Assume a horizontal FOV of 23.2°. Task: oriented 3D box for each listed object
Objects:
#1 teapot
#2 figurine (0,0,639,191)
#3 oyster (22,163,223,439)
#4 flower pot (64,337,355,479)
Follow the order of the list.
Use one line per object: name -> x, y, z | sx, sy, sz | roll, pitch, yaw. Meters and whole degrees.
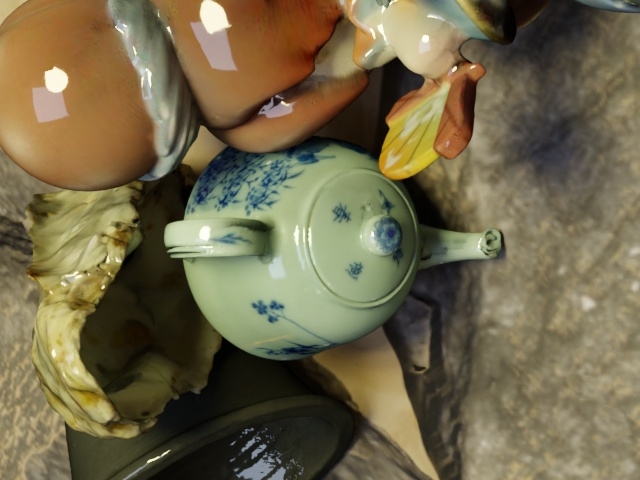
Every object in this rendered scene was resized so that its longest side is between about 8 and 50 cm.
teapot -> 0.000, 0.000, 1.024 | 0.159, 0.232, 0.159 | -3, 87, 56
figurine -> -0.004, -0.165, 0.919 | 0.248, 0.276, 0.388 | 29, 149, -33
oyster -> -0.140, 0.031, 1.057 | 0.110, 0.341, 0.166 | -22, 124, 9
flower pot -> -0.109, 0.132, 1.180 | 0.148, 0.235, 0.235 | 60, 136, 27
